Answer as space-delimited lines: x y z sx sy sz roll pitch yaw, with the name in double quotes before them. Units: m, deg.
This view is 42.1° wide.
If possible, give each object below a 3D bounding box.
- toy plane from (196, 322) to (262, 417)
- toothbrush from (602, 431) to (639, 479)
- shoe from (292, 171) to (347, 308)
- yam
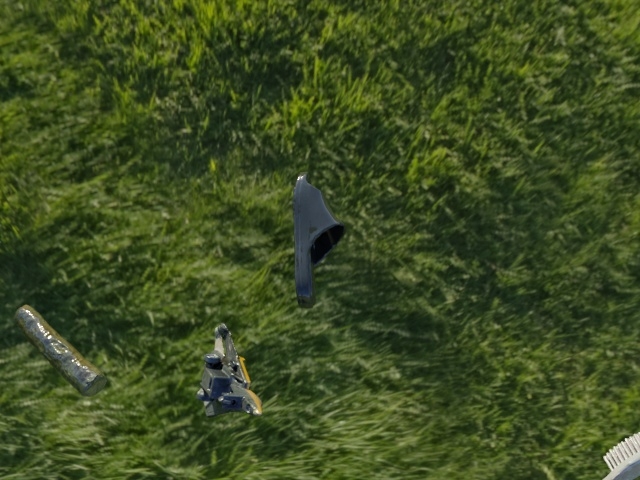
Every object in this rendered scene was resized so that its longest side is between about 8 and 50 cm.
"toy plane" -0.180 0.289 1.626 0.103 0.316 0.204 8 95 -15
"toothbrush" 0.190 0.269 0.783 0.307 0.029 0.025 -40 127 18
"shoe" 0.000 0.000 1.430 0.093 0.108 0.241 -2 66 3
"yam" -0.530 0.219 1.672 0.274 0.061 0.061 34 70 29
